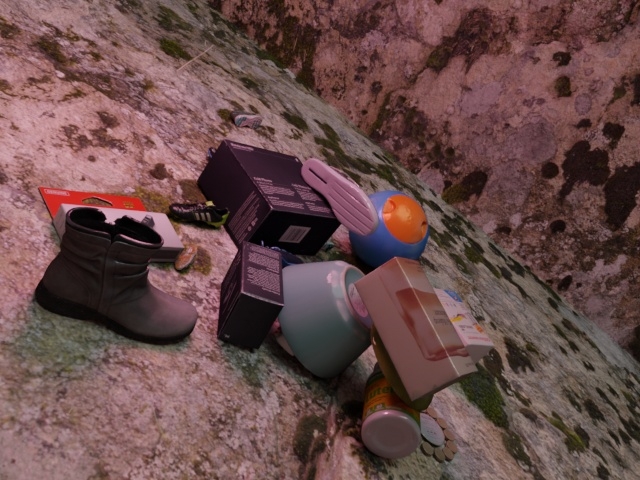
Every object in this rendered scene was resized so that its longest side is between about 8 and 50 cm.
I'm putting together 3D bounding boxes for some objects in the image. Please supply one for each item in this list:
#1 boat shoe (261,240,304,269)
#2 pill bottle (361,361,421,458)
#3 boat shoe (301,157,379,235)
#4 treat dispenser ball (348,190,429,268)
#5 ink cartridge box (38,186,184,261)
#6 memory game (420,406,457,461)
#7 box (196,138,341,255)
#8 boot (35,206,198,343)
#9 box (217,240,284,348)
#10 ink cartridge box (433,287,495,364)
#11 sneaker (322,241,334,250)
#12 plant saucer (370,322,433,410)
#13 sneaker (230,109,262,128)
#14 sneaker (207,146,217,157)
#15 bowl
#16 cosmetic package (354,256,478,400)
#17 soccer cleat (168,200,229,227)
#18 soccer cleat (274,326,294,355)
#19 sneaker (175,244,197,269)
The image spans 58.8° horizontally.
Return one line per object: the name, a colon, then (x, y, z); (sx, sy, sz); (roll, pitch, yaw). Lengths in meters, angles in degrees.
boat shoe: (-0.140, 0.066, 1.601); (0.089, 0.109, 0.258); (45, 8, 30)
pill bottle: (0.175, 0.396, 1.394); (0.136, 0.136, 0.246); (35, 25, -9)
boat shoe: (0.082, -0.149, 1.789); (0.119, 0.121, 0.335); (-5, 48, -51)
treat dispenser ball: (0.244, -0.035, 2.039); (0.288, 0.288, 0.288); (30, 26, -17)
ink cartridge box: (-0.492, -0.053, 1.350); (0.275, 0.060, 0.239); (4, 43, -51)
memory game: (0.288, 0.505, 1.511); (0.186, 0.012, 0.186); (30, 26, -16)
box: (-0.153, -0.127, 1.786); (0.343, 0.179, 0.312); (6, 42, -50)
boot: (-0.358, 0.075, 1.117); (0.338, 0.223, 0.118); (19, 30, -35)
box: (-0.167, 0.128, 1.357); (0.108, 0.153, 0.207); (20, 31, -19)
ink cartridge box: (0.400, 0.297, 1.826); (0.171, 0.168, 0.233); (13, 36, -44)
sneaker: (0.000, 0.000, 1.944); (0.098, 0.038, 0.069); (8, 40, -49)
plant saucer: (0.210, 0.290, 1.376); (0.241, 0.037, 0.241); (43, 26, -27)
sneaker: (-0.310, -0.513, 2.370); (0.076, 0.065, 0.166); (45, 24, 23)
sneaker: (-0.300, -0.275, 1.956); (0.188, 0.078, 0.067); (28, 27, -20)
bowl: (0.043, 0.175, 1.442); (0.311, 0.163, 0.312); (44, 31, -35)
cosmetic package: (0.218, 0.198, 1.304); (0.153, 0.129, 0.296); (12, 48, -60)
soccer cleat: (-0.338, -0.085, 1.591); (0.179, 0.072, 0.060); (13, 35, -43)
soccer cleat: (-0.060, 0.229, 1.459); (0.076, 0.068, 0.196); (58, 23, -5)
sneaker: (-0.333, 0.051, 1.422); (0.032, 0.037, 0.083); (22, 46, 12)
